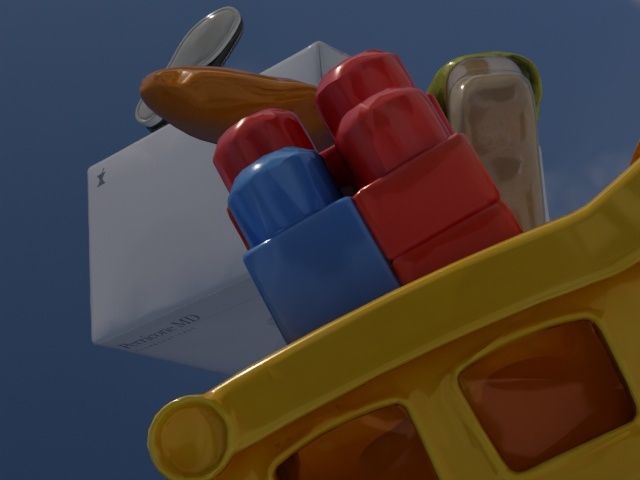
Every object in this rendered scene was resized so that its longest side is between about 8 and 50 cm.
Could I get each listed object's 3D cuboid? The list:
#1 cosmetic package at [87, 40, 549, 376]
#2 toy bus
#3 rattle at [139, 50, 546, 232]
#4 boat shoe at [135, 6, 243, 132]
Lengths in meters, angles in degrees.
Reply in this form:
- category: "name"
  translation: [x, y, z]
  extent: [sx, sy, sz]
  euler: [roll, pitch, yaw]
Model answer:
- category: "cosmetic package"
  translation: [0.000, 0.000, 1.078]
  extent: [0.225, 0.224, 0.138]
  euler: [20, -123, -42]
- category: "toy bus"
  translation: [0.070, 0.038, 0.380]
  extent: [0.211, 0.220, 0.149]
  euler: [65, -177, 11]
- category: "rattle"
  translation: [0.022, 0.040, 0.550]
  extent: [0.143, 0.130, 0.199]
  euler: [-6, -76, -13]
- category: "boat shoe"
  translation: [-0.104, -0.140, 1.360]
  extent: [0.038, 0.125, 0.046]
  euler: [36, -178, -45]
